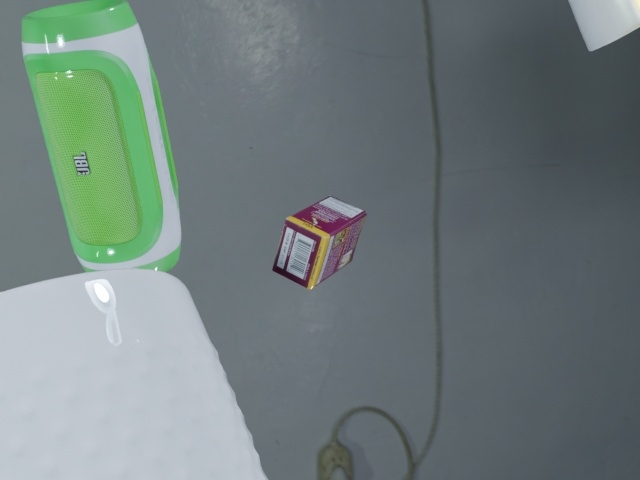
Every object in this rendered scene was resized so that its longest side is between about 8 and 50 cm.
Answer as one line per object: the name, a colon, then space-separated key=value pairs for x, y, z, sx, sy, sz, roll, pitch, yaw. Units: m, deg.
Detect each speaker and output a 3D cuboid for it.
speaker: x=-0.234 y=-0.104 z=0.923 sx=0.131 sy=0.131 sz=0.296 roll=-12 pitch=115 yaw=-10

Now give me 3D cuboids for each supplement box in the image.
supplement box: x=0.000 y=0.000 z=0.746 sx=0.043 sy=0.083 sz=0.055 roll=26 pitch=117 yaw=20

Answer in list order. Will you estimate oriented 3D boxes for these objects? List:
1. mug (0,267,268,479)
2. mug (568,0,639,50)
mug: x=-0.202 y=0.240 z=0.560 sx=0.374 sy=0.276 sz=0.328 roll=-17 pitch=71 yaw=-26
mug: x=0.141 y=-0.134 z=0.379 sx=0.078 sy=0.062 sz=0.064 roll=-31 pitch=95 yaw=21
